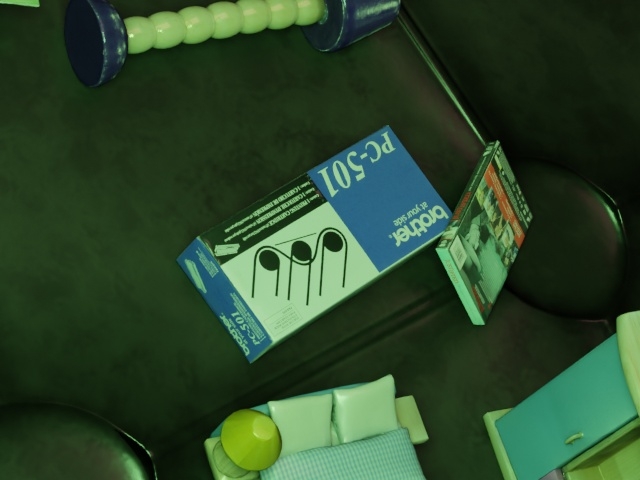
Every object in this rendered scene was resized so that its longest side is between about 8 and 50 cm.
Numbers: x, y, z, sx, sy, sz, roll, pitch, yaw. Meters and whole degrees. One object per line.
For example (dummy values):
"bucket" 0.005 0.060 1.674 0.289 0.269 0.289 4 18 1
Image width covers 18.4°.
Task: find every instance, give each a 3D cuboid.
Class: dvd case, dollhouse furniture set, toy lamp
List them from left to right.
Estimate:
"toy lamp" -0.062 -0.173 1.532 0.274 0.080 0.080 -11 70 -30
"dollhouse furniture set" 0.109 0.207 1.337 0.303 0.198 0.286 -7 68 -30
"dvd case" 0.130 -0.006 1.547 0.087 0.013 0.119 61 42 -38

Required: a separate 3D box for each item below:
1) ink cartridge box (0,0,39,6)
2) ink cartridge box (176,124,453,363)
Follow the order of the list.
"ink cartridge box" -0.316 -0.210 1.426 0.209 0.062 0.109 3 63 -27
"ink cartridge box" 0.000 0.000 1.487 0.207 0.046 0.097 -31 82 -36
